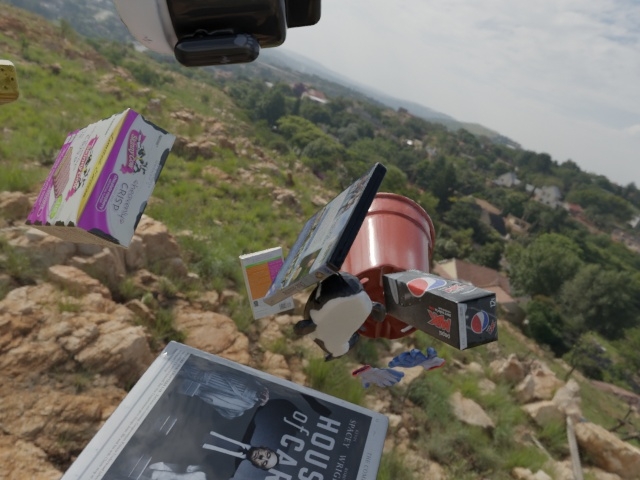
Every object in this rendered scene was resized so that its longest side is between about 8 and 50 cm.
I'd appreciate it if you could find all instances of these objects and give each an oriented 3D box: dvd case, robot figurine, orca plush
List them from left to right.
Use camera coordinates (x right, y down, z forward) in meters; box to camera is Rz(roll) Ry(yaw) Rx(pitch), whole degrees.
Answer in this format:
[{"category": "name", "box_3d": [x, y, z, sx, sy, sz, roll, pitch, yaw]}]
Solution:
[{"category": "robot figurine", "box_3d": [-0.139, -0.345, 0.670, 0.278, 0.173, 0.209, -7, 30, -4]}, {"category": "dvd case", "box_3d": [-0.072, 0.191, 0.429, 0.239, 0.029, 0.179, 16, 35, 10]}, {"category": "dvd case", "box_3d": [0.000, 0.000, 0.752, 0.022, 0.180, 0.253, 34, -29, -12]}, {"category": "orca plush", "box_3d": [0.031, 0.112, 0.845, 0.287, 0.151, 0.102, 61, 13, -59]}]

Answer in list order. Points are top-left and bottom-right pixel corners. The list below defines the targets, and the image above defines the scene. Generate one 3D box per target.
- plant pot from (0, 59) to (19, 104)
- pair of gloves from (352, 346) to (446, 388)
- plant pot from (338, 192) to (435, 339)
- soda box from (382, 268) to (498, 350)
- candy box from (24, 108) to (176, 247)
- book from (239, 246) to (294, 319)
[{"category": "plant pot", "box_3d": [-0.584, -0.284, 0.869, 0.083, 0.081, 0.081, 5, 16, 29]}, {"category": "pair of gloves", "box_3d": [0.161, 0.271, 1.026, 0.159, 0.198, 0.023, 30, 38, -47]}, {"category": "plant pot", "box_3d": [0.143, 0.069, 1.140, 0.273, 0.272, 0.265, 20, 32, -7]}, {"category": "soda box", "box_3d": [0.141, 0.079, 0.607, 0.053, 0.060, 0.169, -10, 10, -21]}, {"category": "candy box", "box_3d": [-0.308, -0.078, 0.669, 0.233, 0.159, 0.071, 2, -21, 46]}, {"category": "book", "box_3d": [-0.118, 0.095, 1.102, 0.096, 0.144, 0.035, -14, 11, -18]}]
